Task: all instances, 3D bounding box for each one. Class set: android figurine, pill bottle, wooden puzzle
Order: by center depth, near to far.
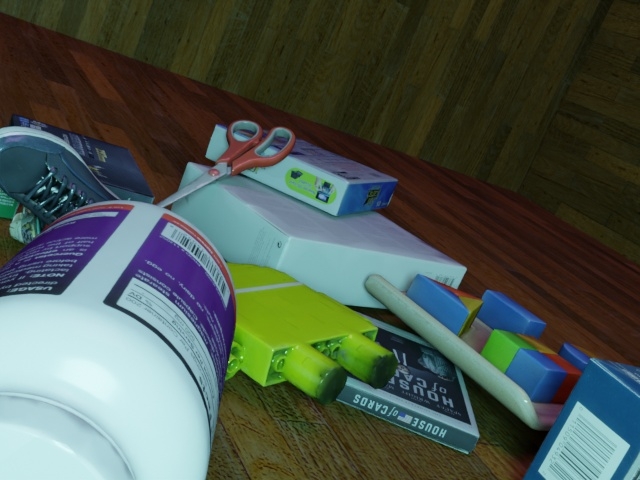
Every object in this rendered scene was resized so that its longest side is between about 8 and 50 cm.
[{"bbox_3d":[-0.155,0.094,0.524,0.182,0.181,0.323,22,15,-7],"label":"pill bottle"},{"bbox_3d":[-0.056,0.090,0.877,0.273,0.056,0.248,25,19,36],"label":"android figurine"},{"bbox_3d":[0.271,0.147,1.111,0.348,0.080,0.322,20,13,-43],"label":"wooden puzzle"}]

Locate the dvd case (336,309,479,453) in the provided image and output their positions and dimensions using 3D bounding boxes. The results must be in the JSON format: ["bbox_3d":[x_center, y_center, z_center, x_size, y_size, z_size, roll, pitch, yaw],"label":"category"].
[{"bbox_3d":[0.091,0.158,0.977,0.179,0.029,0.238,22,14,-3],"label":"dvd case"}]

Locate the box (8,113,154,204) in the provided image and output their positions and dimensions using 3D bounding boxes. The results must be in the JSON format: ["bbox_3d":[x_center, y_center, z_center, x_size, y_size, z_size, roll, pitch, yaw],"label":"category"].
[{"bbox_3d":[-0.349,-0.100,1.144,0.183,0.059,0.232,17,16,-28],"label":"box"}]

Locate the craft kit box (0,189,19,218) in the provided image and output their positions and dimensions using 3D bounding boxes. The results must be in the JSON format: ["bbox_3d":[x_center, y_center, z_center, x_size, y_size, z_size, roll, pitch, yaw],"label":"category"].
[{"bbox_3d":[-0.514,-0.117,0.966,0.250,0.061,0.246,12,21,-39],"label":"craft kit box"}]

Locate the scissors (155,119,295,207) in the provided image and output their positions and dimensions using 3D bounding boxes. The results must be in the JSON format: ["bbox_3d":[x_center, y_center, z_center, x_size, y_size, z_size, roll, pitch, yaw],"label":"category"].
[{"bbox_3d":[-0.134,-0.100,1.157,0.109,0.021,0.297,22,40,11],"label":"scissors"}]

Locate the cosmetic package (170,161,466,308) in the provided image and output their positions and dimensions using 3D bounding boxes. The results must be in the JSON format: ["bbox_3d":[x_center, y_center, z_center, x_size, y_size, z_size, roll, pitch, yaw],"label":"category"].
[{"bbox_3d":[0.000,0.000,1.252,0.377,0.097,0.284,10,20,-42],"label":"cosmetic package"}]

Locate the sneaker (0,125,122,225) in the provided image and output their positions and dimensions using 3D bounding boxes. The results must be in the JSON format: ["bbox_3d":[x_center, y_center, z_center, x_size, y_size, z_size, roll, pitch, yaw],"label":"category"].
[{"bbox_3d":[-0.256,-0.024,0.869,0.226,0.086,0.163,41,3,-46],"label":"sneaker"}]

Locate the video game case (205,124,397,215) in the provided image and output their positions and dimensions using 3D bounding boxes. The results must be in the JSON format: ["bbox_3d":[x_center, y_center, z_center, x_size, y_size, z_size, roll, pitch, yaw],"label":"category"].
[{"bbox_3d":[-0.023,-0.120,1.359,0.244,0.061,0.269,26,14,18],"label":"video game case"}]

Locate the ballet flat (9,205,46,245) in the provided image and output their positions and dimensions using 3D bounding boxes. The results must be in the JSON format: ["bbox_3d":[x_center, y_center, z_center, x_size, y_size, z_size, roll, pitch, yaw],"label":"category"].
[{"bbox_3d":[-0.337,-0.016,0.927,0.041,0.041,0.114,18,15,-20],"label":"ballet flat"}]

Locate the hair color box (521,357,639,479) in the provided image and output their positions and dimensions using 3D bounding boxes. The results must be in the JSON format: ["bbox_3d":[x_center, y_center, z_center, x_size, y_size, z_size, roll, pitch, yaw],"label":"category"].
[{"bbox_3d":[0.389,0.243,0.847,0.347,0.173,0.105,14,18,-32],"label":"hair color box"}]
